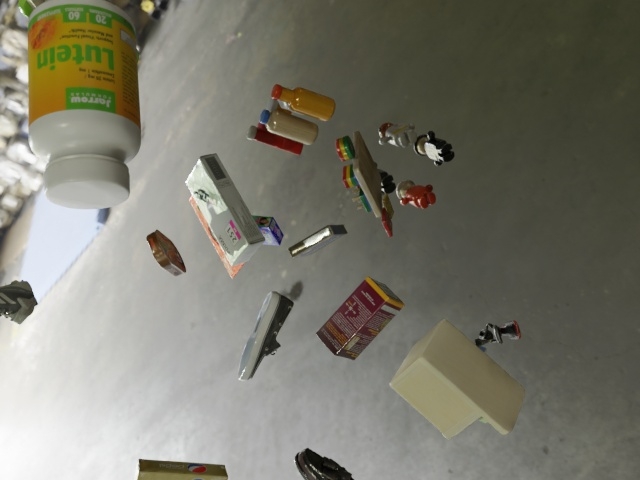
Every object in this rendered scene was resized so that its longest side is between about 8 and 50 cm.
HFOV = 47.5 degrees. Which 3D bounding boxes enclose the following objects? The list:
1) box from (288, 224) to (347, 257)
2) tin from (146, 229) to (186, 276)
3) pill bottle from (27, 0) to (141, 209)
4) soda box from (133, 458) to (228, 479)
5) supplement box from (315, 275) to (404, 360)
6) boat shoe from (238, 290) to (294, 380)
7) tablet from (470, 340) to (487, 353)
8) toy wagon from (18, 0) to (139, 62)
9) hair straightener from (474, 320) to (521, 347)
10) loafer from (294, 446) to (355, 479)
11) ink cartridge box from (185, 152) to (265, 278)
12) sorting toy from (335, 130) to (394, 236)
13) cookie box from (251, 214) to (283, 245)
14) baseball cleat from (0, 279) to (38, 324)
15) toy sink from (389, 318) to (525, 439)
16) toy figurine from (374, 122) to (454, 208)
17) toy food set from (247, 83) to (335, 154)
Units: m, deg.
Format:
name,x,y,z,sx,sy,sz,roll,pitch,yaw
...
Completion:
name,x,y,z,sx,sy,sz,roll,pitch,yaw
box,0.000,0.000,2.106,0.137,0.225,0.036,-31,85,13
tin,-0.413,0.035,1.948,0.040,0.189,0.106,-23,71,1
pill bottle,-0.301,-0.171,0.930,0.136,0.136,0.245,-24,66,45
soda box,-0.284,0.489,1.477,0.058,0.182,0.061,-147,68,-71
supplement box,0.094,0.186,1.716,0.188,0.104,0.081,-48,59,9
boat shoe,-0.128,0.237,1.753,0.228,0.076,0.080,-69,16,-7
tablet,0.360,0.286,1.742,0.054,0.006,0.083,21,78,43
toy wagon,-0.459,-0.429,1.256,0.267,0.344,0.068,32,76,19
hair straightener,0.374,0.201,1.596,0.089,0.230,0.047,-17,87,3
loafer,0.071,0.616,1.812,0.095,0.302,0.109,-46,-1,19
ink cartridge box,-0.275,-0.054,1.928,0.275,0.060,0.239,59,141,14
sorting toy,0.085,-0.125,1.491,0.046,0.274,0.132,-16,41,18
cookie box,-0.171,-0.030,2.054,0.107,0.091,0.040,4,57,24
baseball cleat,-0.744,0.154,1.691,0.072,0.206,0.109,-32,87,33
toy sink,0.287,0.312,1.530,0.131,0.234,0.153,-52,-4,38
toy figurine,0.225,-0.205,1.943,0.148,0.210,0.212,37,109,60
toy food set,-0.074,-0.218,1.263,0.232,0.105,0.111,32,105,64
